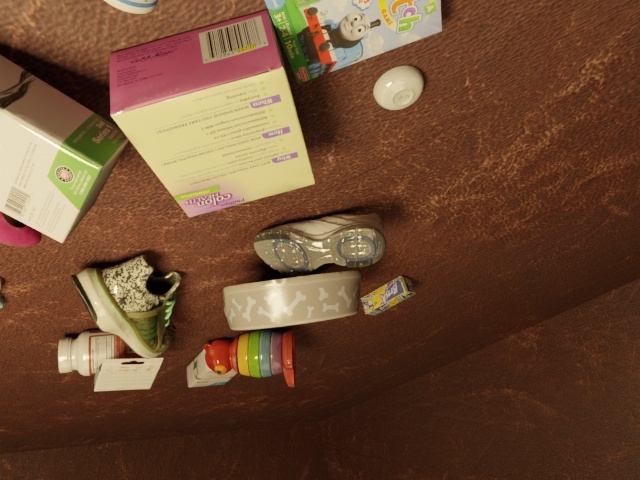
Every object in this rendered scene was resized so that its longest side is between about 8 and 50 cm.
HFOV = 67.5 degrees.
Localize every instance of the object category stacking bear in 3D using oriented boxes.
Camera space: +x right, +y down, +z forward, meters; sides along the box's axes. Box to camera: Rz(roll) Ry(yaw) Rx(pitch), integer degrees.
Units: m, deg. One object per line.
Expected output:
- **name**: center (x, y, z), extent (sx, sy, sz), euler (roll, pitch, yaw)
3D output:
- **stacking bear**: center (-0.230, 0.373, 1.556), extent (0.290, 0.164, 0.175), euler (-2, 133, 0)

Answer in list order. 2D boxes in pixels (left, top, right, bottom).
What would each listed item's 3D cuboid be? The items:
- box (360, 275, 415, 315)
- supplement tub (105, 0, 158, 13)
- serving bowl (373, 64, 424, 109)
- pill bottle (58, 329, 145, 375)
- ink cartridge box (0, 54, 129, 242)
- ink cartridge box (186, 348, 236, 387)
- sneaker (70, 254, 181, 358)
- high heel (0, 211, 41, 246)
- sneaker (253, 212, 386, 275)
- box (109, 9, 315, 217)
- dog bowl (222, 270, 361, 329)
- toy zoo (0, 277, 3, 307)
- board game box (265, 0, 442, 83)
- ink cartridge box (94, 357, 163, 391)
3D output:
- **box**: center (0.210, 0.174, 1.499), extent (0.169, 0.059, 0.054), euler (-35, 146, 33)
- **supplement tub**: center (-0.188, -0.295, 0.485), extent (0.071, 0.070, 0.107), euler (6, 145, -32)
- **serving bowl**: center (0.129, -0.239, 0.770), extent (0.084, 0.027, 0.083), euler (-12, 151, -7)
- **pill bottle**: center (-0.585, 0.301, 1.301), extent (0.216, 0.121, 0.121), euler (-1, 148, -22)
- **ink cartridge box**: center (-0.379, -0.120, 0.591), extent (0.220, 0.092, 0.160), euler (33, 127, -19)
- **ink cartridge box**: center (-0.375, 0.451, 1.698), extent (0.140, 0.082, 0.190), euler (6, 144, -33)
- **sneaker**: center (-0.395, 0.154, 1.130), extent (0.182, 0.158, 0.410), euler (-30, 157, -9)
- **high heel**: center (-0.486, -0.072, 0.754), extent (0.117, 0.082, 0.244), euler (-23, 147, -4)
- **sneaker**: center (0.000, 0.000, 1.041), extent (0.298, 0.129, 0.110), euler (-2, 118, 16)
- **box**: center (-0.139, -0.166, 0.687), extent (0.214, 0.117, 0.243), euler (-15, 150, 2)
- **dog bowl**: center (-0.066, 0.143, 1.146), extent (0.350, 0.102, 0.349), euler (-7, 174, -1)
- **toy zoo**: center (-0.791, 0.102, 0.951), extent (0.193, 0.030, 0.293), euler (-29, 147, 25)
- **board game box**: center (0.045, -0.303, 0.609), extent (0.212, 0.039, 0.160), euler (-19, 150, 7)
- **ink cartridge box**: center (-0.500, 0.333, 1.242), extent (0.146, 0.045, 0.179), euler (6, 135, -29)
